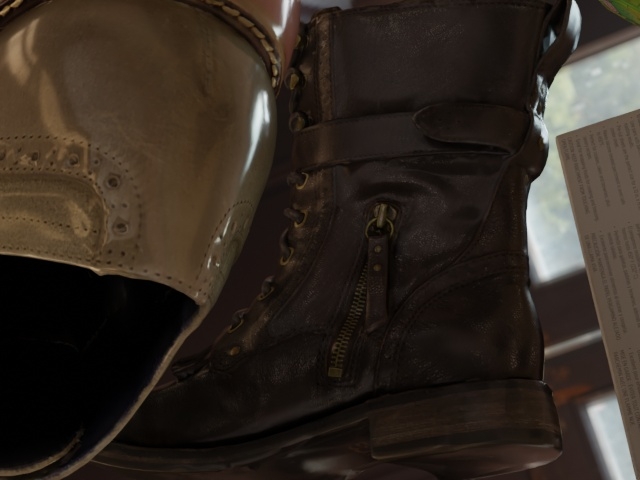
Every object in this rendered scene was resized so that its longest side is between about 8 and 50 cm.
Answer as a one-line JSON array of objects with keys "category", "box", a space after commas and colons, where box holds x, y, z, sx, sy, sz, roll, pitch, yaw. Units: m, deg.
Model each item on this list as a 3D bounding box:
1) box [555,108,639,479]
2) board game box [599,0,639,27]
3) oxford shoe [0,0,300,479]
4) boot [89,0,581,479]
[{"category": "box", "box": [0.196, 0.075, 0.771, 0.063, 0.067, 0.324, 51, 26, -53]}, {"category": "board game box", "box": [0.292, -0.186, 1.049, 0.043, 0.092, 0.181, 34, 7, -44]}, {"category": "oxford shoe", "box": [-0.145, 0.030, 0.545, 0.140, 0.397, 0.147, 17, 56, -23]}, {"category": "boot", "box": [0.000, 0.000, 0.661, 0.091, 0.263, 0.229, 42, 43, -62]}]
